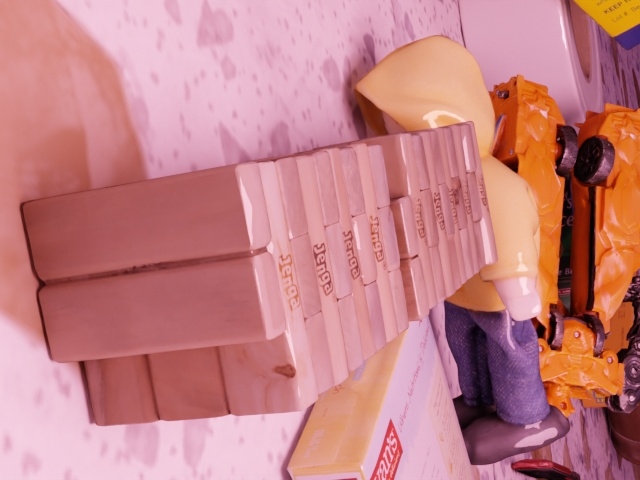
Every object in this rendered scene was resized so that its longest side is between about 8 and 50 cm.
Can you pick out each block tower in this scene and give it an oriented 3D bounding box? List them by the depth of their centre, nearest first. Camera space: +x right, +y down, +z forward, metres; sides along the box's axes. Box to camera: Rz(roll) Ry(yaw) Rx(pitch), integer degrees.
[{"bbox_3d":[0.000,0.000,0.527,0.335,0.097,0.091,-20,102,-66],"label":"block tower"}]

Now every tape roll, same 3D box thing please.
[{"bbox_3d":[0.228,-0.235,1.168,0.286,0.100,0.286,-7,90,-68],"label":"tape roll"}]

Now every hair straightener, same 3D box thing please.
[{"bbox_3d":[0.235,0.273,1.107,0.230,0.047,0.089,40,47,-66],"label":"hair straightener"}]

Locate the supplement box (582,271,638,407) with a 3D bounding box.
[{"bbox_3d":[0.395,0.126,1.499,0.233,0.078,0.080,-63,143,-54],"label":"supplement box"}]

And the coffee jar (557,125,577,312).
[{"bbox_3d":[0.216,-0.018,1.068,0.079,0.096,0.184,3,79,-76],"label":"coffee jar"}]

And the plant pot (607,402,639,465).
[{"bbox_3d":[0.475,0.210,1.583,0.165,0.167,0.167,60,30,-27],"label":"plant pot"}]

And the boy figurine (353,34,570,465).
[{"bbox_3d":[0.099,0.006,0.743,0.177,0.092,0.285,-139,-148,-70],"label":"boy figurine"}]

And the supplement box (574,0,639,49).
[{"bbox_3d":[0.238,-0.369,0.938,0.356,0.194,0.195,33,48,-31],"label":"supplement box"}]

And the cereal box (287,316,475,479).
[{"bbox_3d":[0.056,0.173,0.666,0.173,0.047,0.240,-62,139,-57],"label":"cereal box"}]

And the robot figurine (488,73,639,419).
[{"bbox_3d":[0.207,0.014,0.958,0.211,0.085,0.291,12,78,-22],"label":"robot figurine"}]
